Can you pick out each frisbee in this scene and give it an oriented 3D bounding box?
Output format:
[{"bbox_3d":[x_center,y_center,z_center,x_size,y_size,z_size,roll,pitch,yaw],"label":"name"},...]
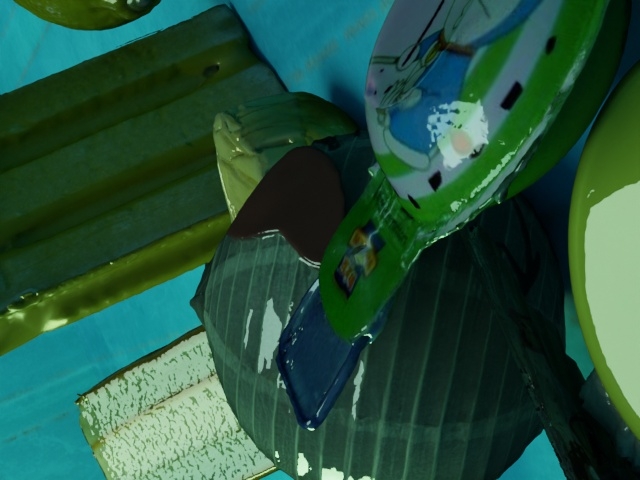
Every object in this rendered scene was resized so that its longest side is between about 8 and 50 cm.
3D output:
[{"bbox_3d":[0.193,0.016,0.756,0.236,0.017,0.236,16,111,51],"label":"frisbee"}]

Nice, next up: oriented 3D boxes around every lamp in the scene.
[{"bbox_3d":[0.036,0.047,1.060,0.233,0.233,0.265,61,170,17],"label":"lamp"}]

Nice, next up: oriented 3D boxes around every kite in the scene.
[{"bbox_3d":[0.160,0.114,0.917,0.323,0.013,0.268,52,-160,-18],"label":"kite"}]

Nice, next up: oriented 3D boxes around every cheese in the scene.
[{"bbox_3d":[0.060,-0.053,0.853,0.320,0.083,0.204,-59,22,14],"label":"cheese"}]

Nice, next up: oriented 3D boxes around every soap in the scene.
[{"bbox_3d":[-0.172,-0.051,1.424,0.199,0.315,0.091,57,162,25],"label":"soap"}]

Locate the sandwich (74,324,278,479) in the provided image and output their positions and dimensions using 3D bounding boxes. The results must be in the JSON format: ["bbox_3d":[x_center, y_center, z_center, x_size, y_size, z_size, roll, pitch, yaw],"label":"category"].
[{"bbox_3d":[-0.096,0.156,1.615,0.155,0.227,0.198,64,164,5],"label":"sandwich"}]

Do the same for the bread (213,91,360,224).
[{"bbox_3d":[0.000,0.000,1.322,0.140,0.106,0.236,42,150,57],"label":"bread"}]

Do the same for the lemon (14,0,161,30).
[{"bbox_3d":[-0.208,-0.274,1.479,0.248,0.184,0.184,46,156,25],"label":"lemon"}]

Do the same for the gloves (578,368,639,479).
[{"bbox_3d":[0.194,0.083,0.860,0.110,0.094,0.144,16,108,58],"label":"gloves"}]
